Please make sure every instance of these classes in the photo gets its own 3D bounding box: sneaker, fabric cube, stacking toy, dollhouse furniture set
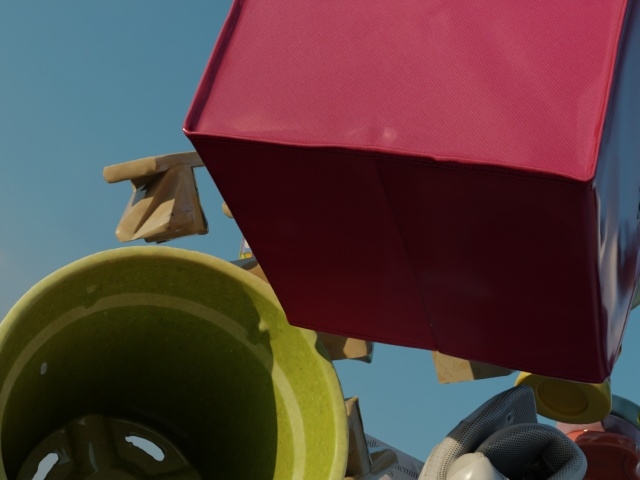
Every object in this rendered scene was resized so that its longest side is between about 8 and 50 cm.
[{"bbox_3d":[0.181,0.230,0.942,0.366,0.210,0.137,1,36,-43],"label":"sneaker"},{"bbox_3d":[0.096,-0.086,0.830,0.259,0.254,0.258,9,-29,20],"label":"fabric cube"},{"bbox_3d":[0.417,0.212,1.554,0.279,0.130,0.309,4,-37,25],"label":"stacking toy"},{"bbox_3d":[0.035,0.055,1.222,0.394,0.362,0.256,-12,2,29],"label":"dollhouse furniture set"}]

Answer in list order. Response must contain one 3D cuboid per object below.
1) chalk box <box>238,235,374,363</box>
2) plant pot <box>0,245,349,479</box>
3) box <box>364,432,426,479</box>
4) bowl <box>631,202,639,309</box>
[{"bbox_3d":[0.000,0.000,1.640,0.179,0.289,0.180,7,-17,11],"label":"chalk box"},{"bbox_3d":[-0.149,0.184,0.971,0.276,0.276,0.254,30,-35,-3],"label":"plant pot"},{"bbox_3d":[0.134,0.357,1.735,0.324,0.063,0.067,29,-36,-16],"label":"box"},{"bbox_3d":[0.236,-0.058,1.291,0.289,0.156,0.289,2,-62,3],"label":"bowl"}]
